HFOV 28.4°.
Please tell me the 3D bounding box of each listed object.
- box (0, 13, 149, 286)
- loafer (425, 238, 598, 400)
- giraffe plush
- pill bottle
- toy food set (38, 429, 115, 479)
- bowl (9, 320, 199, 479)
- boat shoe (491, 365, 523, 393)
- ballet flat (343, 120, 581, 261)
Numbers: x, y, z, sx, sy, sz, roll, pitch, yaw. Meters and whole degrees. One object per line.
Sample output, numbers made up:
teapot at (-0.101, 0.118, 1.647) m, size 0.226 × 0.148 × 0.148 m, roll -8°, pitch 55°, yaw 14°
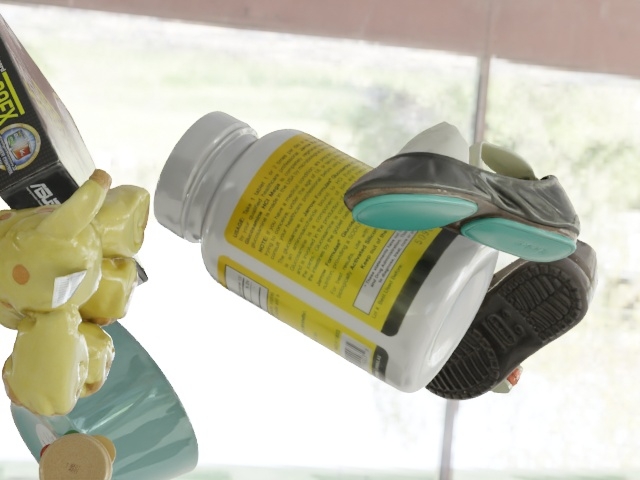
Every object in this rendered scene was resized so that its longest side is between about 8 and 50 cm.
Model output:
box at (-0.257, -0.083, 1.157) m, size 0.060 × 0.216 × 0.270 m, roll -27°, pitch 155°, yaw -3°
loafer at (0.248, 0.107, 1.698) m, size 0.130 × 0.134 × 0.366 m, roll -37°, pitch -178°, yaw -42°
giraffe plush at (-0.234, 0.017, 0.888) m, size 0.170 × 0.181 × 0.210 m, roll 15°, pitch 170°, yaw 6°
pill bottle at (0.000, 0.000, 1.312) m, size 0.334 × 0.188 × 0.188 m, roll 30°, pitch -170°, yaw 17°
toy food set at (-0.270, 0.251, 1.390) m, size 0.082 × 0.083 × 0.020 m, roll 8°, pitch 164°, yaw 0°
bowl at (-0.340, 0.260, 1.861) m, size 0.163 × 0.311 × 0.311 m, roll -35°, pitch -155°, yaw -30°
boat shoe at (0.242, 0.198, 1.885) m, size 0.137 × 0.049 × 0.043 m, roll -1°, pitch -138°, yaw 52°
ballet flat at (0.124, -0.046, 1.130) m, size 0.280 × 0.096 × 0.095 m, roll 13°, pitch 154°, yaw -42°
